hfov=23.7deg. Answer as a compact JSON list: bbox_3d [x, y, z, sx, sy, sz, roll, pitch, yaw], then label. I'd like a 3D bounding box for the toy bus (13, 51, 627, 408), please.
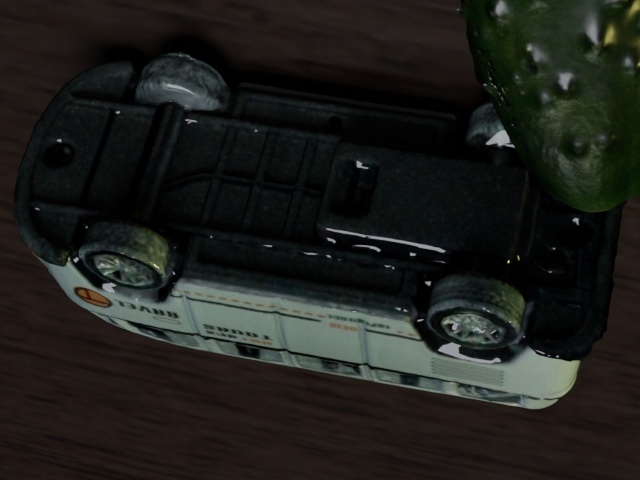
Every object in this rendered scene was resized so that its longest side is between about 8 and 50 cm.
[{"bbox_3d":[0.000,0.000,0.509,0.194,0.087,0.089,9,151,9],"label":"toy bus"}]

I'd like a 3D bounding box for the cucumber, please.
[{"bbox_3d":[0.058,-0.095,0.384,0.069,0.069,0.227,-1,137,22],"label":"cucumber"}]
